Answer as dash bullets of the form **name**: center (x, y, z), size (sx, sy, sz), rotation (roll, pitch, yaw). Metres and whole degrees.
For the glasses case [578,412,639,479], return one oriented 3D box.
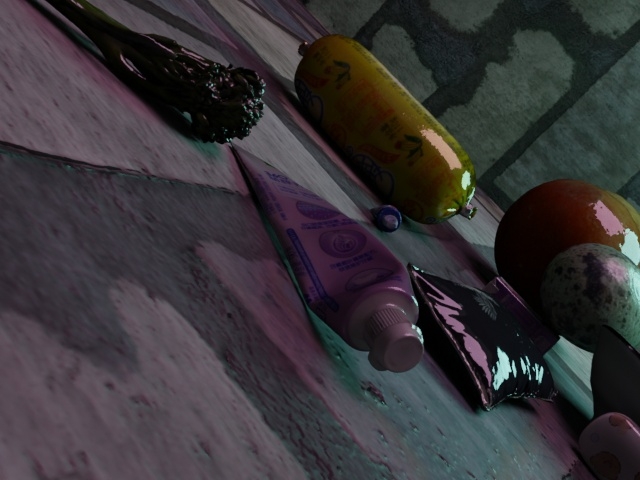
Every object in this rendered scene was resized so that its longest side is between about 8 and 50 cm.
- **glasses case**: center (0.320, 0.240, 0.800), size (0.164, 0.063, 0.041), rotation (50, 17, 19)

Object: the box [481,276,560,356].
- **box**: center (0.264, 0.100, 1.098), size (0.117, 0.036, 0.050), rotation (48, 13, 13)

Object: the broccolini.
- **broccolini**: center (-0.137, -0.134, 0.631), size (0.202, 0.068, 0.091), rotation (24, 7, -16)

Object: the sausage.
- **sausage**: center (0.082, -0.153, 1.125), size (0.347, 0.123, 0.123), rotation (48, 14, 15)

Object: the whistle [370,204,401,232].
- **whistle**: center (0.075, -0.026, 0.942), size (0.033, 0.029, 0.083), rotation (6, 13, -2)

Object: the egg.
- **egg**: center (0.364, 0.081, 1.085), size (0.172, 0.132, 0.132), rotation (47, 12, -23)

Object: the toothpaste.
- **toothpaste**: center (0.000, 0.000, 0.610), size (0.075, 0.048, 0.301), rotation (6, 24, -24)

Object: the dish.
- **dish**: center (0.394, 0.239, 0.923), size (0.316, 0.106, 0.316), rotation (44, 10, -10)

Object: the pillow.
- **pillow**: center (0.152, 0.092, 0.771), size (0.208, 0.055, 0.141), rotation (18, 39, -60)

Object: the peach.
- **peach**: center (0.390, 0.032, 1.270), size (0.252, 0.252, 0.252), rotation (42, 14, -13)
